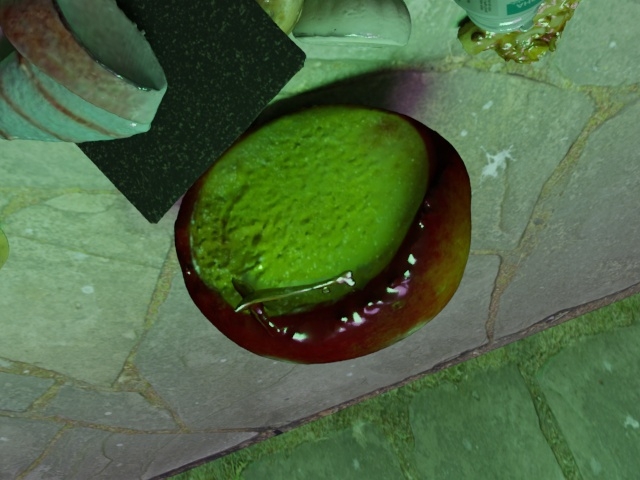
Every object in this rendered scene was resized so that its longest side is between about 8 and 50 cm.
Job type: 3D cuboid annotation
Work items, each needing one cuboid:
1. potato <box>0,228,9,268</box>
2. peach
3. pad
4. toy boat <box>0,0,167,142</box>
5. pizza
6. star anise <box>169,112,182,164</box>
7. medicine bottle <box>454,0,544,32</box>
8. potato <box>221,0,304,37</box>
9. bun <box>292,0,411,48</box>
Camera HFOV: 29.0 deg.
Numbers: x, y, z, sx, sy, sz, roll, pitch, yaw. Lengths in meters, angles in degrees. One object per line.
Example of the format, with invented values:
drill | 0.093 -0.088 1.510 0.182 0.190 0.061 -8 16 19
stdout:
potato | -0.454 0.007 1.670 0.062 0.068 0.083 19 140 5
peach | 0.016 0.000 1.696 0.405 0.335 0.310 -26 156 2
pad | -0.173 -0.174 1.301 0.330 0.220 0.004 -40 -177 43
toy boat | -0.299 -0.158 1.313 0.282 0.096 0.206 -23 129 37
pizza | 0.270 -0.278 1.630 0.182 0.063 0.161 -22 161 1
star anise | -0.147 -0.149 1.435 0.073 0.177 0.234 23 161 -13
medicine bottle | 0.197 -0.317 1.359 0.135 0.135 0.215 -21 159 3
potato | -0.070 -0.253 1.291 0.118 0.109 0.178 -37 -173 -5
bun | 0.037 -0.266 1.404 0.138 0.094 0.138 6 -175 -1
